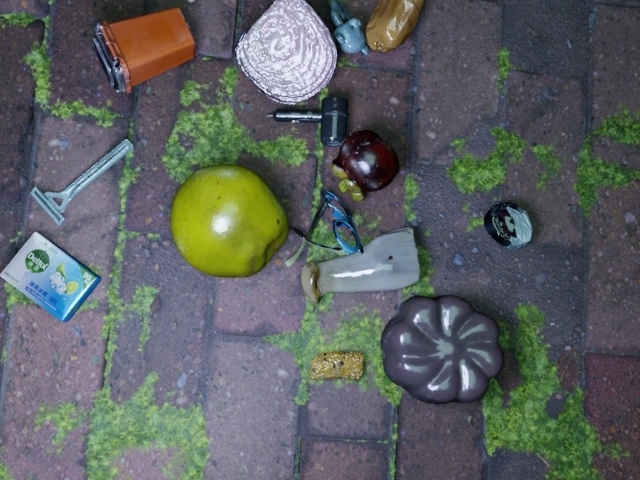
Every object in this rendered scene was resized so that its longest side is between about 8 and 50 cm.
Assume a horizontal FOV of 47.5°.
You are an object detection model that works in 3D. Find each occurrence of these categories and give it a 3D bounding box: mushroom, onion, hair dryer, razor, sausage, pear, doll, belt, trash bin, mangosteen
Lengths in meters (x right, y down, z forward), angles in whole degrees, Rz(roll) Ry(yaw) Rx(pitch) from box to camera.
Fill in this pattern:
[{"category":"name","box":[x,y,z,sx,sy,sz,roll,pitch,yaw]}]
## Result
[{"category":"mushroom","box":[0.107,0.070,1.890,0.328,0.122,0.159,-12,49,-8]},{"category":"onion","box":[-0.077,-0.500,1.928,0.250,0.111,0.247,-40,105,16]},{"category":"hair dryer","box":[-0.036,-0.321,1.943,0.219,0.071,0.125,4,82,2]},{"category":"razor","box":[-0.598,-0.166,1.878,0.278,0.056,0.111,-42,90,-16]},{"category":"sausage","box":[0.207,-0.616,1.971,0.120,0.136,0.241,26,85,-8]},{"category":"pear","box":[-0.232,-0.051,1.786,0.294,0.294,0.294,1,83,-5]},{"category":"doll","box":[0.077,-0.583,1.958,0.120,0.075,0.180,11,61,-40]},{"category":"belt","box":[0.506,-0.041,1.960,0.105,0.058,0.140,-36,84,-15]},{"category":"trash bin","box":[-0.451,-0.503,1.871,0.238,0.184,0.161,-25,86,-14]},{"category":"mangosteen","box":[0.110,-0.194,1.898,0.166,0.166,0.180,44,101,1]}]

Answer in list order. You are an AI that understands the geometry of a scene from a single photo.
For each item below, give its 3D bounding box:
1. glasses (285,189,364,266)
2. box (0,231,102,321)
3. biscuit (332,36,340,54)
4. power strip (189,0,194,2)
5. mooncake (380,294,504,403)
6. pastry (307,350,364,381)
[{"category":"glasses","box":[-0.009,-0.027,1.852,0.206,0.102,0.239,-18,42,-2]},{"category":"box","box":[-0.671,0.092,1.820,0.194,0.073,0.139,36,81,0]},{"category":"biscuit","box":[-0.025,-0.568,1.975,0.052,0.056,0.188,-39,88,-27]},{"category":"power strip","box":[-0.292,-0.796,1.960,0.058,0.098,0.339,18,82,-6]},{"category":"mooncake","box":[0.311,0.275,1.854,0.305,0.154,0.306,1,81,-8]},{"category":"pastry","box":[0.041,0.322,1.870,0.140,0.056,0.080,7,89,-11]}]
